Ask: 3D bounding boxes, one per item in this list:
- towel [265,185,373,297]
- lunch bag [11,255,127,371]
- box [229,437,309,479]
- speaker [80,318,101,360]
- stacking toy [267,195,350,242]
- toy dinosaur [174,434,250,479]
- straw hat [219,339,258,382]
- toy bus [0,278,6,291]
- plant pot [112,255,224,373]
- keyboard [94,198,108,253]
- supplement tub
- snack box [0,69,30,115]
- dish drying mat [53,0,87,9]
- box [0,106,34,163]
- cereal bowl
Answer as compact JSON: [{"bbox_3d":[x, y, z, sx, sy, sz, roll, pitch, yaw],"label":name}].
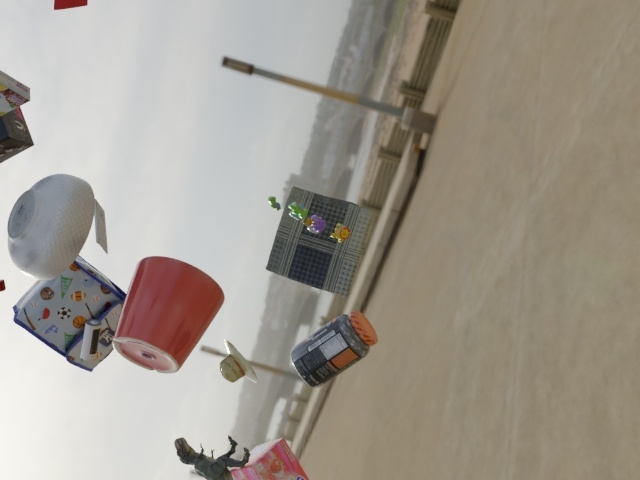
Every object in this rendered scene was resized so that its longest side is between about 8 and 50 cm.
[{"bbox_3d":[0.000,0.000,2.464,0.056,0.312,0.324,77,-149,-84],"label":"towel"},{"bbox_3d":[-0.908,0.277,2.705,0.328,0.385,0.239,-47,25,-6],"label":"lunch bag"},{"bbox_3d":[-0.116,0.756,2.090,0.142,0.300,0.154,-30,1,40],"label":"box"},{"bbox_3d":[-0.789,0.342,2.443,0.055,0.055,0.136,-75,-1,-74],"label":"speaker"},{"bbox_3d":[-0.037,-0.071,2.109,0.167,0.221,0.052,18,80,58],"label":"stacking toy"},{"bbox_3d":[-0.223,0.516,1.635,0.118,0.268,0.064,-44,-43,-23],"label":"toy dinosaur"},{"bbox_3d":[-0.233,0.336,1.871,0.061,0.144,0.144,-37,-16,-23],"label":"straw hat"},{"bbox_3d":[-1.000,0.118,2.019,0.202,0.104,0.191,-84,-13,-47],"label":"toy bus"},{"bbox_3d":[-0.433,0.217,1.966,0.275,0.274,0.243,107,-178,-57],"label":"plant pot"},{"bbox_3d":[-0.814,-0.055,2.636,0.072,0.014,0.256,59,-174,-44],"label":"keyboard"},{"bbox_3d":[0.034,0.253,1.679,0.190,0.117,0.117,-36,10,12],"label":"supplement tub"},{"bbox_3d":[-0.673,-0.307,1.427,0.141,0.100,0.037,34,-138,-58],"label":"snack box"},{"bbox_3d":[-0.595,-0.567,1.694,0.083,0.008,0.032,-24,-24,-34],"label":"dish drying mat"},{"bbox_3d":[-1.140,-0.347,2.401,0.165,0.270,0.143,67,-170,9],"label":"box"},{"bbox_3d":[-0.844,-0.055,2.159,0.141,0.339,0.339,27,-105,-46],"label":"cereal bowl"}]
